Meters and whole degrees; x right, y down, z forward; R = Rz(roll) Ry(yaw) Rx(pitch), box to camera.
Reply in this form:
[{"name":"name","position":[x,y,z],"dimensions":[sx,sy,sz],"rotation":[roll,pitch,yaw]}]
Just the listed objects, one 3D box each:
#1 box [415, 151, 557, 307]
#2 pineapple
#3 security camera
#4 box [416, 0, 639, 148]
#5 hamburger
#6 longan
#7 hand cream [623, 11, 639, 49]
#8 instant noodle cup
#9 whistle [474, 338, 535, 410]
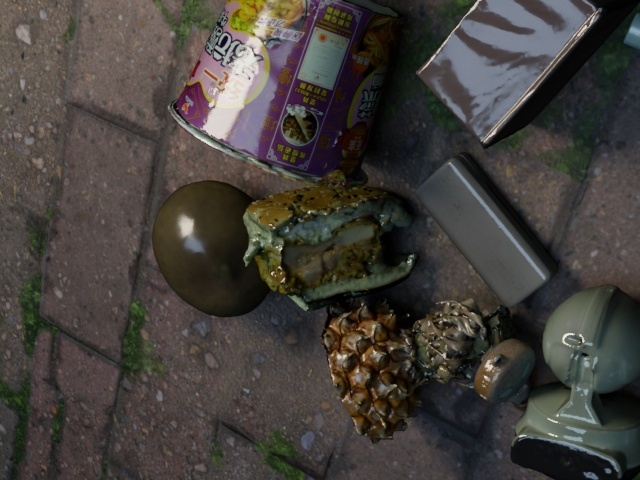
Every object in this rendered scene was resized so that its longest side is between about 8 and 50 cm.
[{"name":"box","position":[0.259,-0.016,1.657],"dimensions":[0.103,0.055,0.243],"rotation":[-42,83,33]},{"name":"pineapple","position":[0.177,0.178,1.694],"dimensions":[0.272,0.262,0.262],"rotation":[-18,96,21]},{"name":"security camera","position":[0.399,0.203,1.565],"dimensions":[0.197,0.191,0.277],"rotation":[12,110,27]},{"name":"box","position":[0.288,-0.283,1.473],"dimensions":[0.153,0.188,0.252],"rotation":[47,126,10]},{"name":"hamburger","position":[0.000,0.000,1.728],"dimensions":[0.192,0.288,0.167],"rotation":[30,128,56]},{"name":"longan","position":[-0.186,0.010,1.831],"dimensions":[0.246,0.246,0.215],"rotation":[36,90,17]},{"name":"hand cream","position":[0.504,-0.260,1.438],"dimensions":[0.174,0.047,0.076],"rotation":[26,116,12]},{"name":"instant noodle cup","position":[-0.033,-0.263,1.615],"dimensions":[0.340,0.340,0.266],"rotation":[30,109,20]},{"name":"whistle","position":[0.293,0.214,1.635],"dimensions":[0.107,0.220,0.057],"rotation":[-49,56,-4]}]
